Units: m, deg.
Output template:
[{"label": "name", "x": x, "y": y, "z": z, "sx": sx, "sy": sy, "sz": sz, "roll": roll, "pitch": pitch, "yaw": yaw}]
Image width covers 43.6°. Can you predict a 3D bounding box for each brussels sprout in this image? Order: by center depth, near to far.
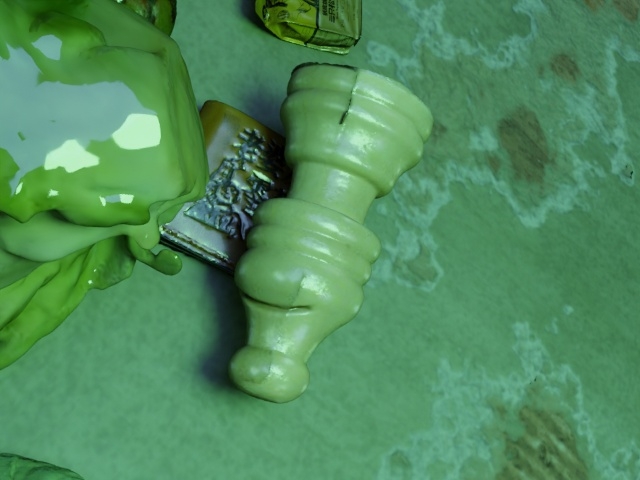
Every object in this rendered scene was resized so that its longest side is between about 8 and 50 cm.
[{"label": "brussels sprout", "x": -0.270, "y": -0.067, "z": 0.538, "sx": 0.371, "sy": 0.276, "sz": 0.314, "roll": -17, "pitch": 83, "yaw": -4}]

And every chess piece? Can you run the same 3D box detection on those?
[{"label": "chess piece", "x": 0.000, "y": 0.000, "z": 0.735, "sx": 0.139, "sy": 0.124, "sz": 0.307, "roll": 37, "pitch": 63, "yaw": -47}]

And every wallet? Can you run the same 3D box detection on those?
[{"label": "wallet", "x": -0.059, "y": -0.034, "z": 0.793, "sx": 0.196, "sy": 0.042, "sz": 0.160, "roll": 30, "pitch": 62, "yaw": -16}]

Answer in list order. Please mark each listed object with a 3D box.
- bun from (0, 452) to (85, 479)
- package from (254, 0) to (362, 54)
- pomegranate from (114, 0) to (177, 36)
[{"label": "bun", "x": -0.234, "y": 0.249, "z": 0.562, "sx": 0.196, "sy": 0.118, "sz": 0.195, "roll": 8, "pitch": 73, "yaw": -27}, {"label": "package", "x": -0.018, "y": -0.257, "z": 0.888, "sx": 0.131, "sy": 0.047, "sz": 0.071, "roll": 7, "pitch": 73, "yaw": -24}, {"label": "pomegranate", "x": -0.191, "y": -0.182, "z": 0.715, "sx": 0.156, "sy": 0.156, "sz": 0.220, "roll": -35, "pitch": 95, "yaw": -32}]
